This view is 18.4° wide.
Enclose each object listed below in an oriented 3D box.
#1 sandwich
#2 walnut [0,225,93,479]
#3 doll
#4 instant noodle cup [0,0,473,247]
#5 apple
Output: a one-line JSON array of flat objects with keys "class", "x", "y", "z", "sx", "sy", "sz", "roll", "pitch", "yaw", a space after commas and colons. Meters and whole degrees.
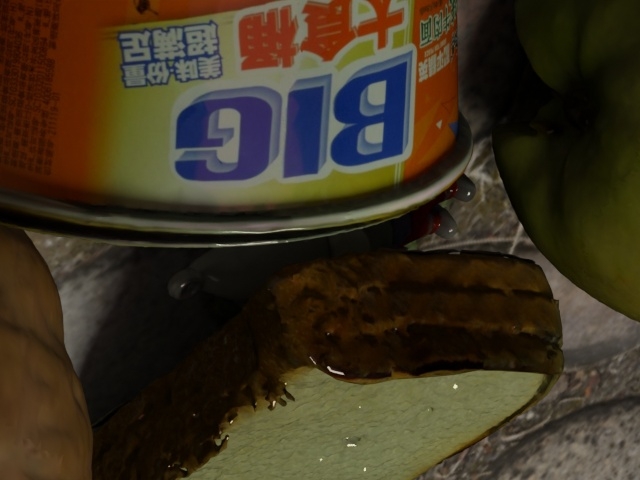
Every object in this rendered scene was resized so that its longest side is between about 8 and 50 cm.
[{"class": "sandwich", "x": 0.001, "y": 0.088, "z": 1.144, "sx": 0.226, "sy": 0.087, "sz": 0.251, "roll": 4, "pitch": 152, "yaw": -37}, {"class": "walnut", "x": -0.282, "y": 0.101, "z": 0.879, "sx": 0.344, "sy": 0.306, "sz": 0.306, "roll": -7, "pitch": 124, "yaw": -41}, {"class": "doll", "x": 0.000, "y": 0.000, "z": 1.169, "sx": 0.227, "sy": 0.075, "sz": 0.102, "roll": -16, "pitch": 141, "yaw": -42}, {"class": "instant noodle cup", "x": -0.061, "y": -0.149, "z": 0.880, "sx": 0.296, "sy": 0.296, "sz": 0.214, "roll": -10, "pitch": 117, "yaw": -32}, {"class": "apple", "x": 0.240, "y": -0.081, "z": 1.164, "sx": 0.254, "sy": 0.292, "sz": 0.292, "roll": -7, "pitch": 124, "yaw": -27}]
